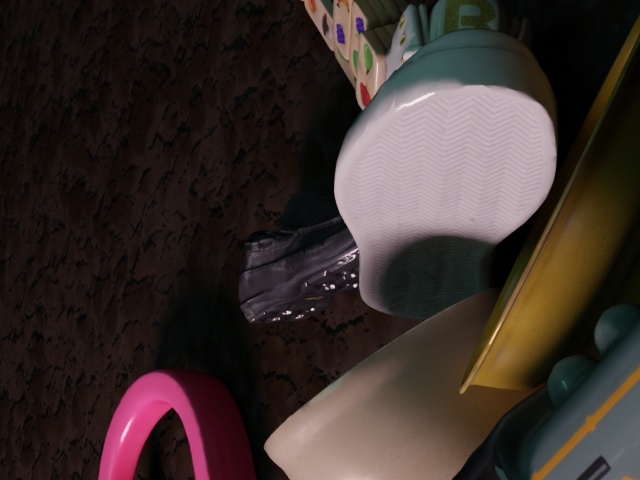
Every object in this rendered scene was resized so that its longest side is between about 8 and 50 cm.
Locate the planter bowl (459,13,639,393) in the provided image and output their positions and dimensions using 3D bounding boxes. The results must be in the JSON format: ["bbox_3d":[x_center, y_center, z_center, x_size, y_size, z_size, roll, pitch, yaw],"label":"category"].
[{"bbox_3d":[0.152,-0.007,0.755,0.217,0.090,0.217,-64,-5,-9],"label":"planter bowl"}]

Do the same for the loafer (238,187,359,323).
[{"bbox_3d":[0.000,0.000,1.085,0.223,0.076,0.078,-29,67,61],"label":"loafer"}]

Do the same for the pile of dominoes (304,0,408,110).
[{"bbox_3d":[0.004,-0.188,1.060,0.196,0.040,0.251,92,156,-47],"label":"pile of dominoes"}]

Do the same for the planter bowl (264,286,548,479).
[{"bbox_3d":[0.066,0.115,0.885,0.109,0.162,0.162,55,139,12],"label":"planter bowl"}]

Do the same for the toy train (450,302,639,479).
[{"bbox_3d":[0.171,0.102,0.633,0.190,0.142,0.334,47,132,15],"label":"toy train"}]

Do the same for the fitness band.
[{"bbox_3d":[-0.112,0.242,1.270,0.209,0.054,0.291,-50,44,45],"label":"fitness band"}]

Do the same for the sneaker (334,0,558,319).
[{"bbox_3d":[0.067,-0.080,0.858,0.292,0.108,0.169,100,178,-69],"label":"sneaker"}]
